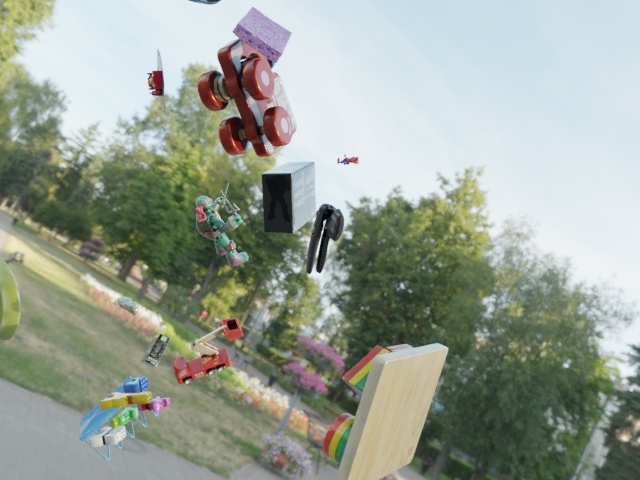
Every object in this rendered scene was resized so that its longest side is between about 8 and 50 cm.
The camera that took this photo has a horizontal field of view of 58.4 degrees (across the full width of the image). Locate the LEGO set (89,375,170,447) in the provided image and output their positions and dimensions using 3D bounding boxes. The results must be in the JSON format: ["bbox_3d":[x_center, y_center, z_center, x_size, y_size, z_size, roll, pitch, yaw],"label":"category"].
[{"bbox_3d":[-0.391,0.351,1.225,0.093,0.086,0.227,-6,6,13],"label":"LEGO set"}]

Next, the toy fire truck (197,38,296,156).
[{"bbox_3d":[-0.164,-0.375,1.487,0.170,0.253,0.302,-7,-59,24],"label":"toy fire truck"}]

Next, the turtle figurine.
[{"bbox_3d":[-0.261,-0.049,1.472,0.175,0.118,0.234,-121,-166,-50],"label":"turtle figurine"}]

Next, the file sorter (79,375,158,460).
[{"bbox_3d":[-0.525,0.465,1.498,0.104,0.170,0.118,52,-13,-20],"label":"file sorter"}]

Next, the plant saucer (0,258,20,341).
[{"bbox_3d":[-0.906,0.164,1.576,0.241,0.240,0.037,22,17,32],"label":"plant saucer"}]

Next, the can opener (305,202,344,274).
[{"bbox_3d":[0.000,0.000,1.267,0.059,0.186,0.073,7,35,-20],"label":"can opener"}]

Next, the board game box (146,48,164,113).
[{"bbox_3d":[-0.441,-0.420,1.523,0.033,0.133,0.168,-7,-32,-19],"label":"board game box"}]

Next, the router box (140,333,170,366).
[{"bbox_3d":[-0.499,0.333,1.730,0.038,0.092,0.122,30,-23,-15],"label":"router box"}]

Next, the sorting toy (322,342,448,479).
[{"bbox_3d":[0.114,0.315,1.086,0.090,0.256,0.256,22,10,35],"label":"sorting toy"}]

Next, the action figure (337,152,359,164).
[{"bbox_3d":[0.084,-0.234,1.660,0.038,0.030,0.115,13,2,-22],"label":"action figure"}]

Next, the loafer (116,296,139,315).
[{"bbox_3d":[-0.634,0.216,1.880,0.045,0.039,0.125,-14,17,-39],"label":"loafer"}]

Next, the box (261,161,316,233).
[{"bbox_3d":[-0.094,-0.142,1.806,0.103,0.184,0.261,0,15,15],"label":"box"}]

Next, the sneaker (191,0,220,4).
[{"bbox_3d":[-0.359,-0.672,1.514,0.210,0.069,0.082,1,28,-28],"label":"sneaker"}]

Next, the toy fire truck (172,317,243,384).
[{"bbox_3d":[-0.284,0.279,1.437,0.047,0.192,0.135,-122,-161,-47],"label":"toy fire truck"}]

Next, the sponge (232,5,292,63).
[{"bbox_3d":[-0.131,-0.484,1.336,0.117,0.031,0.210,31,29,-15],"label":"sponge"}]
